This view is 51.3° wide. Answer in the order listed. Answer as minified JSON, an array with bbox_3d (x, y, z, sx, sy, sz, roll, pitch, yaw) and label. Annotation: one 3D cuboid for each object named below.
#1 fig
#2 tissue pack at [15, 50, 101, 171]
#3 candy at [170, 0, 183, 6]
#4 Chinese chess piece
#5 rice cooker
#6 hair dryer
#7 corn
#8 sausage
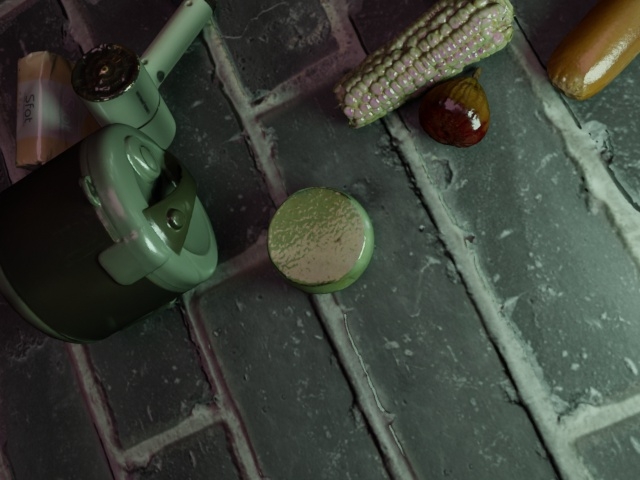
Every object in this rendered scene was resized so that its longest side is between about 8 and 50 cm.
[{"bbox_3d":[0.228,-0.223,1.128,0.119,0.153,0.119,8,127,11],"label":"fig"},{"bbox_3d":[-0.488,-0.233,1.281,0.090,0.186,0.222,-3,82,29],"label":"tissue pack"},{"bbox_3d":[-0.275,-0.558,1.321,0.092,0.073,0.160,37,93,13],"label":"candy"},{"bbox_3d":[0.000,0.000,1.162,0.189,0.083,0.188,-3,78,15],"label":"Chinese chess piece"},{"bbox_3d":[-0.355,-0.015,1.151,0.325,0.335,0.335,-30,75,10],"label":"rice cooker"},{"bbox_3d":[-0.299,-0.347,1.260,0.128,0.203,0.362,25,71,18],"label":"hair dryer"},{"bbox_3d":[0.167,-0.311,1.130,0.335,0.127,0.126,-29,75,20],"label":"corn"},{"bbox_3d":[0.476,-0.340,1.057,0.105,0.105,0.274,45,96,17],"label":"sausage"}]
